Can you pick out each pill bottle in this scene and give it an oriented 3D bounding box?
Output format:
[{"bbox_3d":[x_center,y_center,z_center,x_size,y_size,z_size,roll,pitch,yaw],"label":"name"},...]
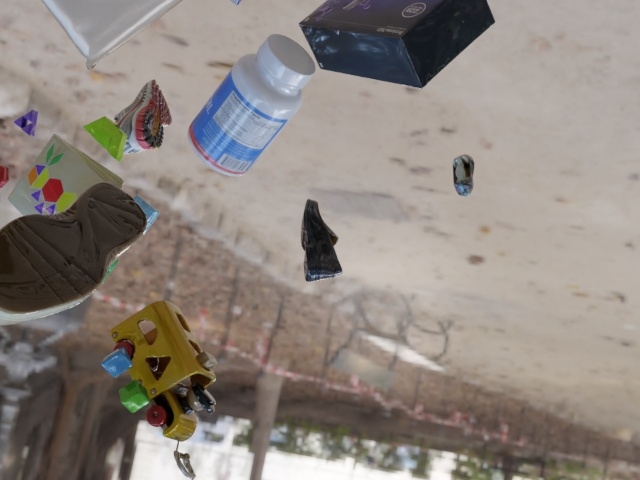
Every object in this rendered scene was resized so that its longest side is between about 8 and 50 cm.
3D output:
[{"bbox_3d":[-0.105,-0.216,1.741,0.124,0.124,0.221,18,129,-34],"label":"pill bottle"}]

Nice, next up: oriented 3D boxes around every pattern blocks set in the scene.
[{"bbox_3d":[-0.413,-0.074,1.771,0.325,0.285,0.026,49,-170,22],"label":"pattern blocks set"}]

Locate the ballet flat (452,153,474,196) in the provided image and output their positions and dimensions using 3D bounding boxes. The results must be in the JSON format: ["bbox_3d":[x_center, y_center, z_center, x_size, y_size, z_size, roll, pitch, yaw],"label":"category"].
[{"bbox_3d":[0.249,-0.125,1.928,0.041,0.114,0.041,2,131,2],"label":"ballet flat"}]

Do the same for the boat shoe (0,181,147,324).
[{"bbox_3d":[-0.290,0.026,1.185,0.109,0.098,0.302,46,-155,-4],"label":"boat shoe"}]

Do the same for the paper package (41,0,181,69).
[{"bbox_3d":[-0.200,-0.403,1.129,0.309,0.324,0.168,52,-168,-21],"label":"paper package"}]

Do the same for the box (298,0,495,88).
[{"bbox_3d":[0.120,-0.353,1.787,0.261,0.184,0.103,21,149,49],"label":"box"}]

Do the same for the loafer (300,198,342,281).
[{"bbox_3d":[0.000,0.000,1.864,0.061,0.170,0.062,0,143,-7],"label":"loafer"}]

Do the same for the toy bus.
[{"bbox_3d":[-0.190,0.178,1.458,0.202,0.104,0.191,55,-176,-25],"label":"toy bus"}]

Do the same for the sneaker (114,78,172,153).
[{"bbox_3d":[-0.333,-0.226,2.005,0.092,0.088,0.225,-15,-155,12],"label":"sneaker"}]

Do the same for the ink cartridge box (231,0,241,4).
[{"bbox_3d":[-0.176,-0.451,1.647,0.207,0.097,0.046,36,148,2],"label":"ink cartridge box"}]
